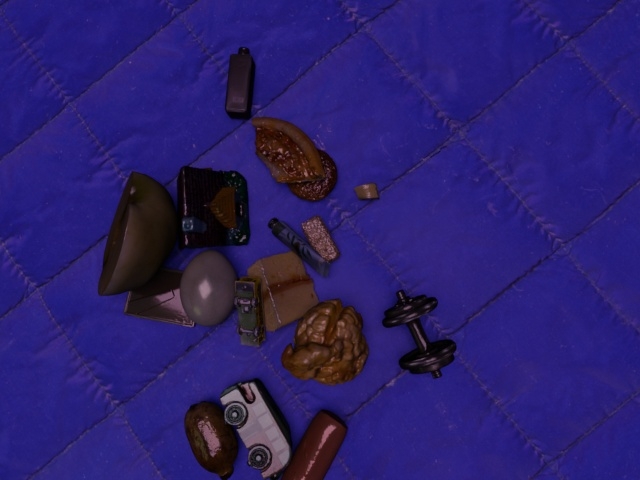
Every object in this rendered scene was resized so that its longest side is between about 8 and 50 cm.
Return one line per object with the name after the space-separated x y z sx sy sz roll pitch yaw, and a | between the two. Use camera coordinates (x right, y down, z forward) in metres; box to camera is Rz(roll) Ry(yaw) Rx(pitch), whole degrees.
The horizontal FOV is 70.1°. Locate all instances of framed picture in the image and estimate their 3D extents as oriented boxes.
-0.539 0.187 1.578 0.260 0.023 0.189 9 84 5 | framed picture

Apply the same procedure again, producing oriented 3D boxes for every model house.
-0.370 -0.116 1.486 0.230 0.249 0.280 -6 84 3 | model house

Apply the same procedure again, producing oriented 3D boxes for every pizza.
-0.122 -0.301 1.537 0.182 0.074 0.365 -40 67 -1 | pizza

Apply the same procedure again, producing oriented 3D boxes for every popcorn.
0.023 0.310 1.375 0.225 0.332 0.265 24 103 31 | popcorn

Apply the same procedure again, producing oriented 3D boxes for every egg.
-0.361 0.155 1.486 0.186 0.186 0.253 1 88 4 | egg

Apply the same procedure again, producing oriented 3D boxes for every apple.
-0.612 -0.015 1.455 0.312 0.320 0.360 39 122 9 | apple

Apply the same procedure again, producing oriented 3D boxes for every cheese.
0.158 -0.164 1.557 0.084 0.041 0.060 -10 85 2 | cheese

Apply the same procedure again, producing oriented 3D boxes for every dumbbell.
0.306 0.289 1.423 0.192 0.192 0.290 -23 84 1 | dumbbell

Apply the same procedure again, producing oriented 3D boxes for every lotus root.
-0.346 0.642 1.463 0.145 0.128 0.260 -30 77 18 | lotus root

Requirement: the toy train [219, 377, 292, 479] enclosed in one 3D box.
-0.195 0.598 1.460 0.159 0.129 0.326 -30 82 -6 | toy train

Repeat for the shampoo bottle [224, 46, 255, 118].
-0.281 -0.559 1.611 0.080 0.079 0.246 5 84 3 | shampoo bottle

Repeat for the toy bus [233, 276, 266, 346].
-0.231 0.231 1.483 0.081 0.074 0.226 1 107 15 | toy bus

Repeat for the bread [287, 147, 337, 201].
-0.030 -0.227 1.568 0.193 0.064 0.193 -1 84 9 | bread

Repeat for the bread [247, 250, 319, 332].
-0.122 0.169 1.549 0.178 0.135 0.240 -16 81 -32 | bread

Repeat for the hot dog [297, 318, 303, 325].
-0.051 0.332 1.525 0.044 0.028 0.137 -16 85 -24 | hot dog

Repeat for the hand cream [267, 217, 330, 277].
-0.071 0.018 1.519 0.271 0.091 0.058 41 57 20 | hand cream

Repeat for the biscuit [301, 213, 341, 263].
0.000 0.000 1.537 0.082 0.070 0.168 -29 84 11 | biscuit

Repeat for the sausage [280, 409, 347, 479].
-0.026 0.689 1.439 0.121 0.121 0.304 29 86 7 | sausage
